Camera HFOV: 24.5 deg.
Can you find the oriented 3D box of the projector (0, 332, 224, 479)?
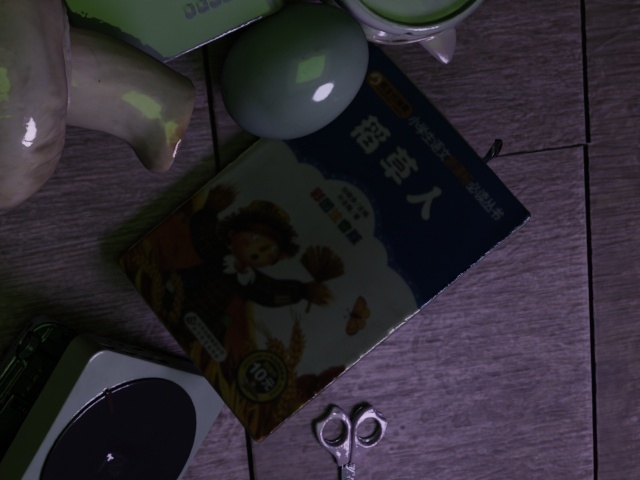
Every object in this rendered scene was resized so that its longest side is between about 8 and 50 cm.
[{"bbox_3d":[-0.264,0.251,1.809,0.257,0.079,0.259,24,99,-51],"label":"projector"}]

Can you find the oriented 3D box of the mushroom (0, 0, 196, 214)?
[{"bbox_3d":[-0.342,-0.154,1.550,0.315,0.315,0.356,-37,116,-3],"label":"mushroom"}]

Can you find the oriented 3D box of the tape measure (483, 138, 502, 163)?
[{"bbox_3d":[0.137,-0.087,1.854,0.107,0.104,0.180,40,97,-15],"label":"tape measure"}]

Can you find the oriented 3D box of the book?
[{"bbox_3d":[0.000,0.000,1.789,0.428,0.039,0.300,-40,72,-2],"label":"book"}]

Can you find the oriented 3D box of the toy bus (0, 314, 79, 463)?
[{"bbox_3d":[-0.365,0.177,1.799,0.087,0.089,0.194,34,94,-26],"label":"toy bus"}]

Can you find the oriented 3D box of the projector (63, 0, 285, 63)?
[{"bbox_3d":[-0.193,-0.317,1.707,0.250,0.108,0.198,-26,110,-6],"label":"projector"}]

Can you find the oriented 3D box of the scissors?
[{"bbox_3d":[0.037,0.311,1.983,0.100,0.015,0.189,0,107,-13],"label":"scissors"}]

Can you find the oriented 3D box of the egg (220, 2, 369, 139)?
[{"bbox_3d":[-0.031,-0.202,1.750,0.192,0.149,0.149,-31,113,24],"label":"egg"}]

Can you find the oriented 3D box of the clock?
[{"bbox_3d":[0.103,-0.369,1.769,0.265,0.108,0.324,-46,111,0],"label":"clock"}]
